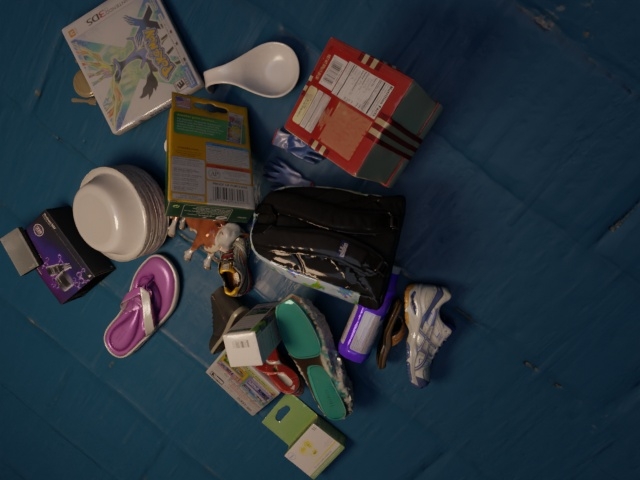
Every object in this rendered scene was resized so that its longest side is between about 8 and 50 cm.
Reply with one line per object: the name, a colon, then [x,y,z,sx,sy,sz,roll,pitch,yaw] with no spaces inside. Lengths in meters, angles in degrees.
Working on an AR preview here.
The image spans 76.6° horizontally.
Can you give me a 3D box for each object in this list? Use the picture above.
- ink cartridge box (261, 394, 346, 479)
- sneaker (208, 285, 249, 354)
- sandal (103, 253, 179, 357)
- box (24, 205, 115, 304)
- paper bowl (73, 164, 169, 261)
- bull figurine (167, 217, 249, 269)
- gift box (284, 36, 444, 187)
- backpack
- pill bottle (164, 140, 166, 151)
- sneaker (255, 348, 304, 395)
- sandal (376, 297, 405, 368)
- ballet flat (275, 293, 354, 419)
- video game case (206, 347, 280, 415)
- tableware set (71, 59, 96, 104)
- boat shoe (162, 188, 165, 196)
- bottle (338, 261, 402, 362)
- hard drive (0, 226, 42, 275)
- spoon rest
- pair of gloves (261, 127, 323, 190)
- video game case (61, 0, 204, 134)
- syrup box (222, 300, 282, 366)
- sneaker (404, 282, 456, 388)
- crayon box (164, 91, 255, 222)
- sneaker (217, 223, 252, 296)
ink cartridge box: [-0.060,0.612,1.275,0.235,0.056,0.171,37,108,2]
sneaker: [-0.304,0.247,1.256,0.118,0.083,0.221,45,118,23]
sandal: [-0.581,0.232,1.297,0.170,0.102,0.416,34,107,5]
box: [-0.833,0.047,1.324,0.184,0.103,0.261,-36,91,15]
paper bowl: [-0.601,-0.076,1.190,0.285,0.148,0.283,8,108,24]
bull figurine: [-0.324,-0.040,1.132,0.188,0.101,0.310,-52,54,18]
gift box: [0.101,-0.298,0.941,0.276,0.258,0.255,45,111,22]
backpack: [0.000,0.000,1.018,0.357,0.273,0.289,13,78,1]
pill bottle: [-0.378,-0.261,1.132,0.067,0.120,0.066,3,102,15]
sneaker: [-0.132,0.391,1.230,0.087,0.128,0.221,-37,53,-11]
sandal: [0.201,0.259,1.117,0.060,0.090,0.219,10,104,2]
ballet flat: [-0.008,0.315,1.153,0.147,0.147,0.408,-17,104,17]
video game case: [-0.243,0.437,1.269,0.212,0.023,0.193,42,126,3]
tableware set: [-0.632,-0.458,1.199,0.195,0.039,0.128,7,92,7]
boat shoe: [-0.482,-0.121,1.229,0.137,0.043,0.049,-30,95,19]
bottle: [0.137,0.186,1.099,0.092,0.118,0.282,23,101,10]
hard drive: [-0.949,0.036,1.287,0.094,0.022,0.135,-25,95,20]
spoon rest: [-0.188,-0.437,1.067,0.277,0.084,0.137,-4,101,16]
pair of gloves: [-0.072,-0.218,1.118,0.160,0.023,0.198,23,107,7]
video game case: [-0.525,-0.511,1.134,0.300,0.036,0.328,-25,93,10]
syrup box: [-0.168,0.252,1.127,0.093,0.237,0.096,-9,100,15]
sneaker: [0.294,0.261,1.081,0.131,0.112,0.295,-1,102,14]
crayon box: [-0.284,-0.210,1.036,0.083,0.203,0.322,-44,48,54]
sneaker: [-0.252,0.055,1.181,0.088,0.093,0.224,-8,94,16]
